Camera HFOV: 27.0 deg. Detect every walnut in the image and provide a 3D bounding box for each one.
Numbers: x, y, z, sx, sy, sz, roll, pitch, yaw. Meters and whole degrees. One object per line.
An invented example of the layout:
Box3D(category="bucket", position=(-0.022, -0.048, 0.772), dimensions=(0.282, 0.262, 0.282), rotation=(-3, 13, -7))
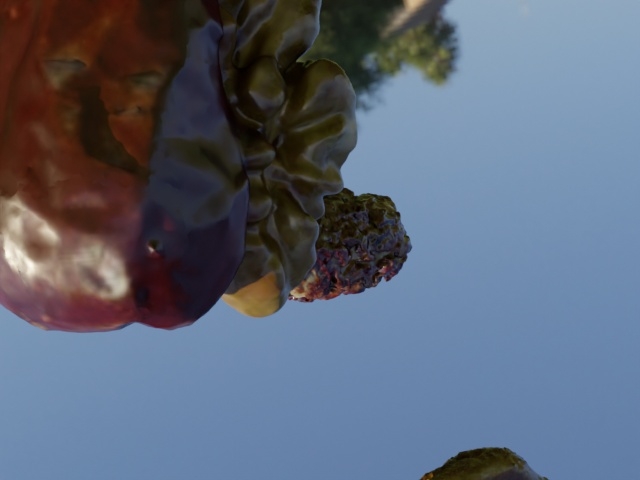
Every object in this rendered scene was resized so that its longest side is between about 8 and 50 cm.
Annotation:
Box3D(category="walnut", position=(-0.104, -0.085, 0.781), dimensions=(0.243, 0.269, 0.222), rotation=(-1, -173, 16))

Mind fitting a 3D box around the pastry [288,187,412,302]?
Box3D(category="pastry", position=(0.000, 0.002, 1.366), dimensions=(0.208, 0.115, 0.097), rotation=(-4, -169, -27))

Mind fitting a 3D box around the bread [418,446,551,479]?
Box3D(category="bread", position=(0.121, 0.250, 1.020), dimensions=(0.193, 0.193, 0.064), rotation=(-23, -160, -21))
